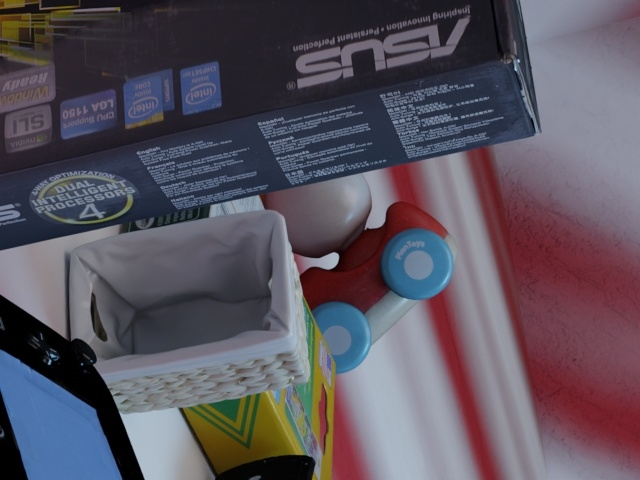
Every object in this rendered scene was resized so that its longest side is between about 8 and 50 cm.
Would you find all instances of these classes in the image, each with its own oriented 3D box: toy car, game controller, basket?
[{"bbox_3d":[0.000,0.000,1.874,0.238,0.210,0.219,48,0,1],"label":"toy car"},{"bbox_3d":[-0.148,0.142,1.014,0.166,0.067,0.319,52,6,-43],"label":"game controller"},{"bbox_3d":[-0.093,0.059,1.343,0.103,0.167,0.113,64,17,-59],"label":"basket"}]

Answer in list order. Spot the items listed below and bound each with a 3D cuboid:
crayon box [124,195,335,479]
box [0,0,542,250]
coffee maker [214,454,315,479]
[{"bbox_3d":[-0.075,0.076,1.580,0.203,0.083,0.323,-88,159,-50],"label":"crayon box"},{"bbox_3d":[-0.083,-0.171,1.096,0.097,0.395,0.318,59,23,-58],"label":"box"},{"bbox_3d":[-0.037,0.299,1.507,0.171,0.120,0.178,-47,126,-45],"label":"coffee maker"}]
